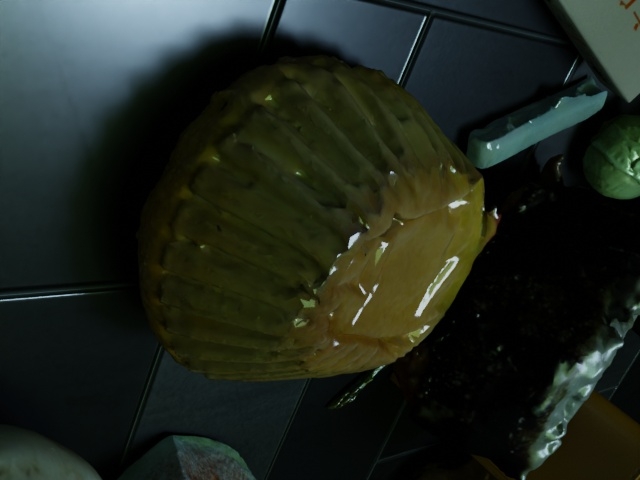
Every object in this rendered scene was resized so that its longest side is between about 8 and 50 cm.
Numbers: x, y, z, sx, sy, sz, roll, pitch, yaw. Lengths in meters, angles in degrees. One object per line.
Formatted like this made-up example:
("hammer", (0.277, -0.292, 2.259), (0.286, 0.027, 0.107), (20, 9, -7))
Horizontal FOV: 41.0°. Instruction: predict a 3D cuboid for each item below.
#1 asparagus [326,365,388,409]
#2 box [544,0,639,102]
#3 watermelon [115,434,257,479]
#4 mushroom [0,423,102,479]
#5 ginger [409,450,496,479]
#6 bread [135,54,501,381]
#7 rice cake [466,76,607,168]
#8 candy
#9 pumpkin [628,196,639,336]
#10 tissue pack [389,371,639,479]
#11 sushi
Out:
("asparagus", (0.072, 0.132, 0.923), (0.163, 0.016, 0.016), (-38, 161, -15))
("box", (0.352, -0.307, 0.727), (0.365, 0.051, 0.205), (-45, 138, 11))
("watermelon", (-0.119, 0.221, 0.761), (0.180, 0.094, 0.081), (-15, 131, -57))
("mushroom", (-0.226, 0.253, 0.562), (0.244, 0.243, 0.243), (-26, 138, -27))
("ginger", (0.268, 0.311, 1.162), (0.321, 0.172, 0.165), (-33, 180, -24))
("bread", (0.000, 0.000, 0.629), (0.274, 0.149, 0.274), (-30, 137, -33))
("rice cake", (0.211, -0.118, 0.827), (0.180, 0.030, 0.042), (-26, 136, -28))
("candy", (0.403, -0.173, 0.876), (0.335, 0.093, 0.092), (-51, 174, 26))
("pumpkin", (0.487, -0.005, 1.010), (0.323, 0.241, 0.323), (-42, 152, -29))
("tissue pack", (0.243, 0.216, 0.953), (0.145, 0.274, 0.194), (-45, 144, -4))
("sushi", (0.205, 0.052, 0.808), (0.343, 0.182, 0.196), (-42, 165, -47))
